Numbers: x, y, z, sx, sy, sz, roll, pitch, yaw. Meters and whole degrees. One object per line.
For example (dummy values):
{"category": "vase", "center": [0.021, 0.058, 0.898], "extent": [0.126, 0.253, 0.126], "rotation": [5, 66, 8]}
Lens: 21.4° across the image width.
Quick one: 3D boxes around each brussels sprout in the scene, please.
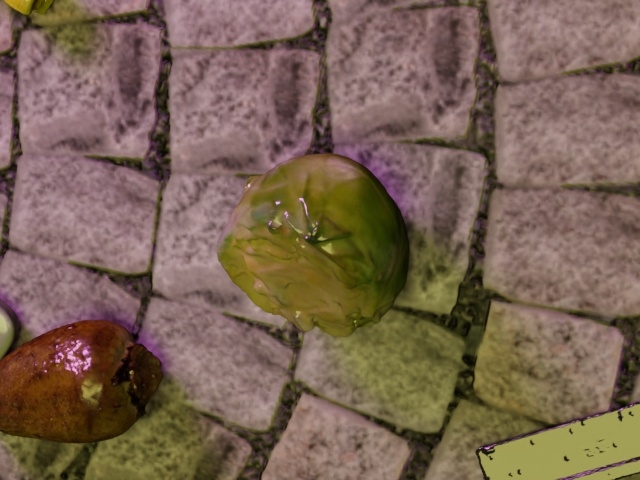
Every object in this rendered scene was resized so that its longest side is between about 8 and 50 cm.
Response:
{"category": "brussels sprout", "center": [0.002, -0.005, 1.394], "extent": [0.149, 0.122, 0.151], "rotation": [22, 142, 17]}

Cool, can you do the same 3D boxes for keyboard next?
{"category": "keyboard", "center": [0.229, 0.177, 1.425], "extent": [0.196, 0.018, 0.060], "rotation": [-19, 89, 18]}

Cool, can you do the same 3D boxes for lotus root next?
{"category": "lotus root", "center": [-0.238, 0.134, 1.503], "extent": [0.191, 0.094, 0.108], "rotation": [-15, 63, 21]}

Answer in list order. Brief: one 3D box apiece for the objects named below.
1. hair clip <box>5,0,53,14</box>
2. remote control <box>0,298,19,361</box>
{"category": "hair clip", "center": [-0.306, -0.252, 1.458], "extent": [0.173, 0.046, 0.072], "rotation": [34, 104, 8]}
{"category": "remote control", "center": [-0.407, 0.011, 1.547], "extent": [0.309, 0.038, 0.090], "rotation": [39, 109, 4]}
